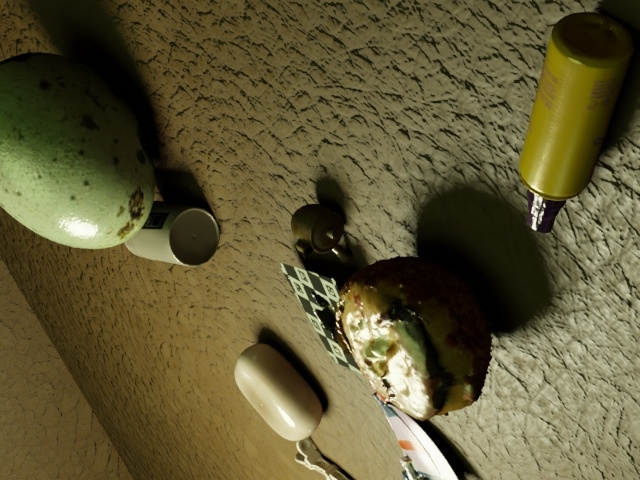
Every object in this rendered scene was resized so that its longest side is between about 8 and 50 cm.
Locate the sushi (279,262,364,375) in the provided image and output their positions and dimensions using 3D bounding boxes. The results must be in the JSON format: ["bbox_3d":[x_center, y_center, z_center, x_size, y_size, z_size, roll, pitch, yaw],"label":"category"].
[{"bbox_3d":[0.033,0.120,1.756,0.192,0.040,0.210,15,137,60],"label":"sushi"}]

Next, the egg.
[{"bbox_3d":[-0.449,-0.156,1.925,0.379,0.287,0.287,41,152,-1],"label":"egg"}]

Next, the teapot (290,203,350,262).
[{"bbox_3d":[0.000,0.000,1.634,0.080,0.085,0.110,26,162,44],"label":"teapot"}]

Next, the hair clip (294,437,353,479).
[{"bbox_3d":[0.032,0.464,2.154,0.226,0.034,0.072,34,146,32],"label":"hair clip"}]

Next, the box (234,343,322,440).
[{"bbox_3d":[-0.080,0.285,2.063,0.200,0.088,0.146,47,153,10],"label":"box"}]

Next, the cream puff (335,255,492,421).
[{"bbox_3d":[0.134,0.125,1.477,0.240,0.164,0.240,50,151,40],"label":"cream puff"}]

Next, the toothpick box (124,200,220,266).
[{"bbox_3d":[-0.274,-0.014,2.002,0.180,0.111,0.111,9,129,52],"label":"toothpick box"}]

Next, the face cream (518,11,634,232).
[{"bbox_3d":[0.248,-0.103,1.122,0.078,0.078,0.273,39,149,26],"label":"face cream"}]

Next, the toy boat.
[{"bbox_3d":[0.190,0.378,1.802,0.219,0.072,0.318,8,119,57],"label":"toy boat"}]
